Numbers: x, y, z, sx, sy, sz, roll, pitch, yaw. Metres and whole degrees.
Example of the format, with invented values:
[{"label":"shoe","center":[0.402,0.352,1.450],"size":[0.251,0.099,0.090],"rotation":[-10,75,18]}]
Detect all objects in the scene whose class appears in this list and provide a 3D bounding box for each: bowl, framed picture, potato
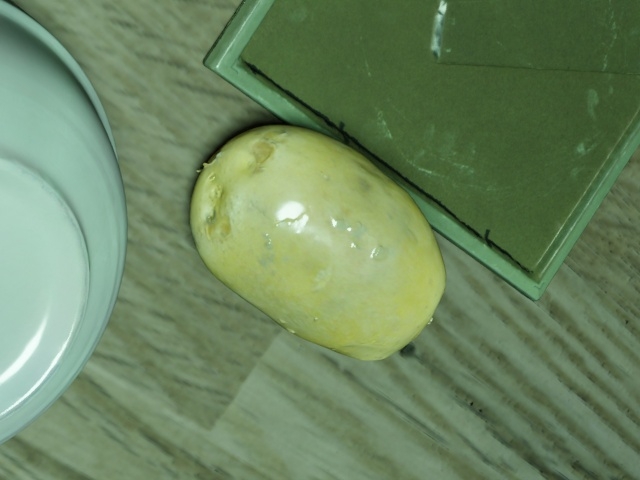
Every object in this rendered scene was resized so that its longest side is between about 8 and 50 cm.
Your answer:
[{"label":"bowl","center":[-0.220,0.006,0.847],"size":[0.287,0.144,0.287],"rotation":[-13,116,-29]},{"label":"framed picture","center":[0.108,-0.133,1.076],"size":[0.335,0.022,0.247],"rotation":[33,90,-38]},{"label":"potato","center":[0.000,0.000,1.011],"size":[0.178,0.118,0.109],"rotation":[37,52,-25]}]
